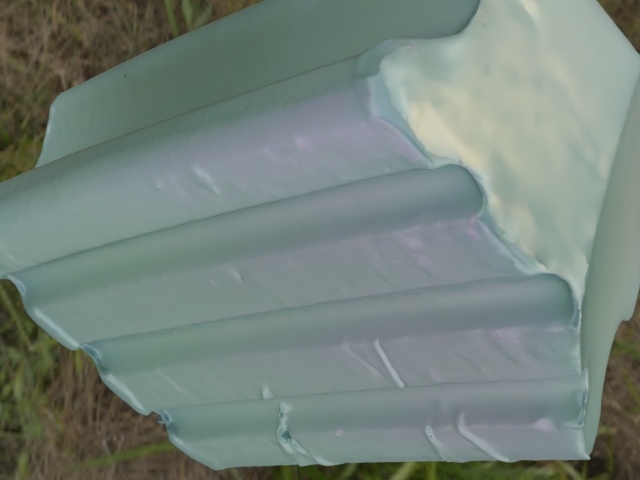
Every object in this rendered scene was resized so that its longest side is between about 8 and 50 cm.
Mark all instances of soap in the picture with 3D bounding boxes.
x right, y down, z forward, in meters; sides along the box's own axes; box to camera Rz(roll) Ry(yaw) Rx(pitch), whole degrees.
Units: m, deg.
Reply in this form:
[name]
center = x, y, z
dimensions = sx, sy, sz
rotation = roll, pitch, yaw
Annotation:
[soap]
center = 0.000, 0.000, 0.552
dimensions = 0.173, 0.095, 0.289
rotation = 45, 148, -23
